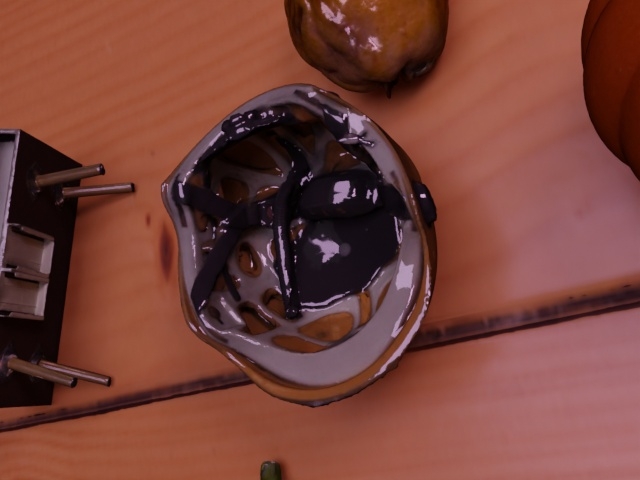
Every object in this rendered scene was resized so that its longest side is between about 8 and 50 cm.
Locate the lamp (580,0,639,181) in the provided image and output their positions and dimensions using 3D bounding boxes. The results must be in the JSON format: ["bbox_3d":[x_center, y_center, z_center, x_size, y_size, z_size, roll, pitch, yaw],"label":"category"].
[{"bbox_3d":[0.255,-0.099,0.434,0.223,0.196,0.223,-3,46,3],"label":"lamp"}]

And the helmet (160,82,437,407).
[{"bbox_3d":[0.000,0.000,0.590,0.198,0.130,0.224,-31,77,24],"label":"helmet"}]

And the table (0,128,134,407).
[{"bbox_3d":[-0.245,0.032,0.726,0.111,0.121,0.240,3,82,11],"label":"table"}]

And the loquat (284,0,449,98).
[{"bbox_3d":[0.038,-0.179,0.621,0.137,0.113,0.137,0,79,2],"label":"loquat"}]

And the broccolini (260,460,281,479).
[{"bbox_3d":[-0.023,0.266,0.560,0.051,0.054,0.239,-12,48,-5],"label":"broccolini"}]
